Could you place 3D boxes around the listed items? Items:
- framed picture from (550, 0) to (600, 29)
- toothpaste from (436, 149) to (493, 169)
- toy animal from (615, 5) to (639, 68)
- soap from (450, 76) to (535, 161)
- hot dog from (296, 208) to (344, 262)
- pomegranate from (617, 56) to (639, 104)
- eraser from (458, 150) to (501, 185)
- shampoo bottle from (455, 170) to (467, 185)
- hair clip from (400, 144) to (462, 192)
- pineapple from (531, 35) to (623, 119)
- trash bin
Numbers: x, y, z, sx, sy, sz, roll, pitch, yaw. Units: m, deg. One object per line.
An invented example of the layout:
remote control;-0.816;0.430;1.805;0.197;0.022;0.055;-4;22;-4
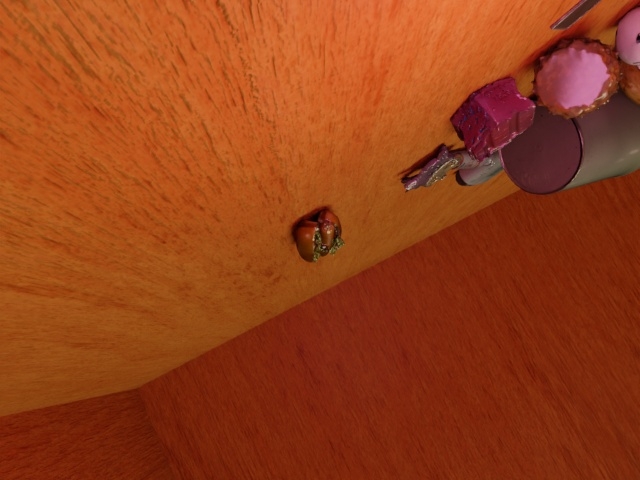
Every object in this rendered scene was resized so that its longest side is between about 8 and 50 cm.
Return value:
framed picture;0.454;-0.403;0.991;0.066;0.007;0.089;-19;166;-40
toothpaste;0.397;-0.231;1.612;0.234;0.057;0.089;-8;160;-32
toy animal;0.693;-0.423;1.157;0.179;0.138;0.166;-19;-148;-5
soap;0.382;-0.263;1.241;0.162;0.099;0.250;-30;170;15
hot dog;0.000;0.000;1.550;0.135;0.100;0.337;-26;170;-6
pomegranate;0.839;-0.420;1.363;0.215;0.216;0.215;-27;170;-5
eraser;0.569;-0.268;1.781;0.174;0.081;0.227;-14;164;-42
shampoo bottle;0.526;-0.223;1.963;0.063;0.057;0.207;-42;167;27
hair clip;0.300;-0.186;1.523;0.187;0.056;0.146;-32;163;37
pineapple;0.562;-0.346;1.208;0.169;0.169;0.340;-35;174;35
trash bin;0.716;-0.285;1.545;0.431;0.281;0.280;-17;166;-35
